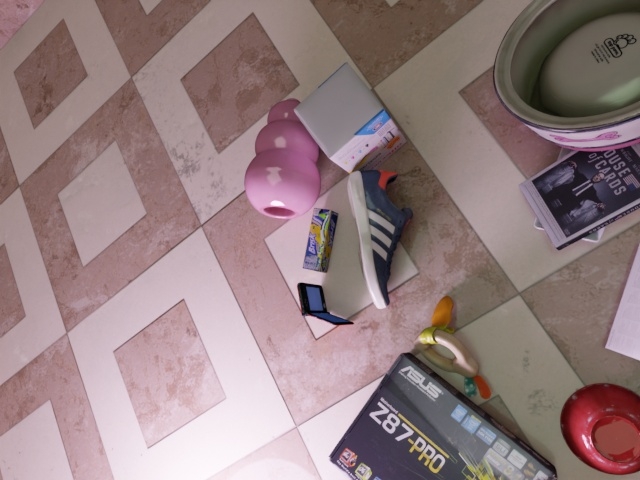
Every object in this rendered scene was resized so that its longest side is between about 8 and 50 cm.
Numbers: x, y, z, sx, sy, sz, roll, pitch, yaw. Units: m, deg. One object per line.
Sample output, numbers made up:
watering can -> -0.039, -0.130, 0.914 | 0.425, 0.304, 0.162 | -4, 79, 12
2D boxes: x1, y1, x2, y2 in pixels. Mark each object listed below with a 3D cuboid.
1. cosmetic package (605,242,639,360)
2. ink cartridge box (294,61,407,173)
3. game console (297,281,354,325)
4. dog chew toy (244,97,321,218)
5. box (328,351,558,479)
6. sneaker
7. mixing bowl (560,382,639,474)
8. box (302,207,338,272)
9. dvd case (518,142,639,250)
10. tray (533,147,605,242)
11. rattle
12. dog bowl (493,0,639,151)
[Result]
cosmetic package -> 0.660, 0.121, 0.932 | 0.060, 0.099, 0.239 | 19, 90, -13
ink cartridge box -> 0.083, -0.286, 1.187 | 0.171, 0.232, 0.168 | -40, 71, 14
game console -> 0.014, 0.162, 1.197 | 0.085, 0.144, 0.124 | -16, 75, 20
dog chew toy -> -0.093, -0.232, 1.286 | 0.206, 0.206, 0.332 | -2, 73, 24
box -> 0.260, 0.501, 1.061 | 0.395, 0.097, 0.318 | 37, 95, 25
sneaker -> 0.165, -0.010, 1.174 | 0.148, 0.131, 0.350 | -9, 88, 0
mixing bowl -> 0.580, 0.383, 0.933 | 0.181, 0.098, 0.182 | -3, 81, 23
box -> 0.000, 0.000, 1.275 | 0.054, 0.059, 0.169 | 10, 86, 24
dvd case -> 0.570, -0.113, 0.996 | 0.238, 0.029, 0.179 | -37, 53, 30
tray -> 0.585, -0.136, 1.032 | 0.145, 0.030, 0.271 | 21, 91, 44
rattle -> 0.331, 0.253, 1.104 | 0.199, 0.143, 0.130 | 34, 129, 10
dog bowl -> 0.581, -0.365, 0.964 | 0.407, 0.150, 0.408 | -20, 57, 32
